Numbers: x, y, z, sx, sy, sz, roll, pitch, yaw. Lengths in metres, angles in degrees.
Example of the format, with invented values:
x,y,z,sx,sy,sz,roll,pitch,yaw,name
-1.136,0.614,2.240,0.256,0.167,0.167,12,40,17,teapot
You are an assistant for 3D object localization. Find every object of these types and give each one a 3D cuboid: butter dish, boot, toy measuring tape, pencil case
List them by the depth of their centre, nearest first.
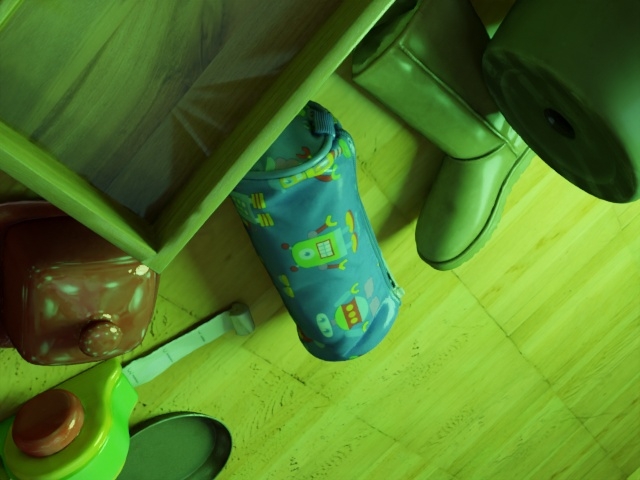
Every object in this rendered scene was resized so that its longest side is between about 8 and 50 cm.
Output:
x,y,z,sx,sy,sz,roll,pitch,yaw,name
-0.206,0.054,0.592,0.159,0.118,0.160,-3,124,-31,butter dish
0.000,0.000,0.684,0.133,0.119,0.306,-16,134,6,pencil case
-0.201,0.181,0.695,0.330,0.121,0.121,-27,134,-14,toy measuring tape
0.115,-0.114,0.705,0.269,0.089,0.236,30,91,-45,boot

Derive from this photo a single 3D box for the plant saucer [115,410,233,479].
x,y,z,sx,sy,sz,roll,pitch,yaw,name
-0.191,0.269,0.828,0.168,0.029,0.169,-18,132,-22,plant saucer

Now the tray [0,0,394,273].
x,y,z,sx,sy,sz,roll,pitch,yaw,name
-0.069,-0.195,0.484,0.203,0.076,0.411,39,97,-28,tray

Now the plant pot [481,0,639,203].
x,y,z,sx,sy,sz,roll,pitch,yaw,name
0.311,-0.193,0.601,0.280,0.323,0.323,-43,135,1,plant pot
